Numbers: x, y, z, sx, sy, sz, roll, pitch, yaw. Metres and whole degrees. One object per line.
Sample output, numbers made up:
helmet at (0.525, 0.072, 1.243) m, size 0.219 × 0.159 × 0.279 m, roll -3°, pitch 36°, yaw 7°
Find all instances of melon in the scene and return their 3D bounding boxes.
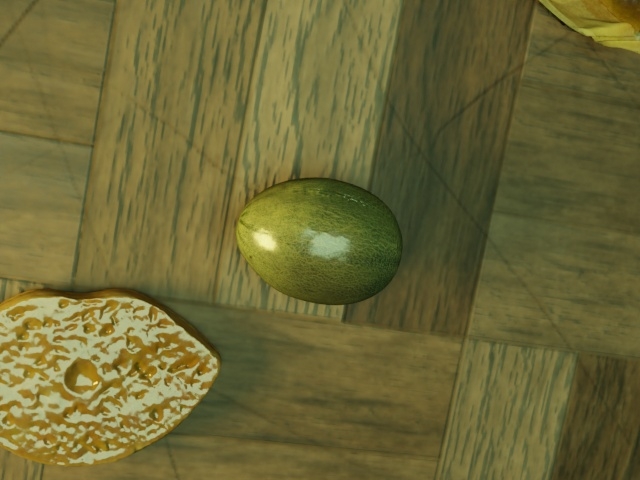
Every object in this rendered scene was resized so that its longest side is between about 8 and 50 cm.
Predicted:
melon at (0.000, 0.000, 0.793) m, size 0.130 × 0.098 × 0.098 m, roll 15°, pitch 96°, yaw -16°

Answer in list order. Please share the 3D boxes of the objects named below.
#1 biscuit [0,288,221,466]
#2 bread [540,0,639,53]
biscuit at (-0.186, 0.107, 0.800) m, size 0.220 × 0.029 × 0.142 m, roll -2°, pitch 99°, yaw -14°
bread at (0.256, -0.270, 0.802) m, size 0.192 × 0.110 × 0.210 m, roll 43°, pitch 88°, yaw -18°
